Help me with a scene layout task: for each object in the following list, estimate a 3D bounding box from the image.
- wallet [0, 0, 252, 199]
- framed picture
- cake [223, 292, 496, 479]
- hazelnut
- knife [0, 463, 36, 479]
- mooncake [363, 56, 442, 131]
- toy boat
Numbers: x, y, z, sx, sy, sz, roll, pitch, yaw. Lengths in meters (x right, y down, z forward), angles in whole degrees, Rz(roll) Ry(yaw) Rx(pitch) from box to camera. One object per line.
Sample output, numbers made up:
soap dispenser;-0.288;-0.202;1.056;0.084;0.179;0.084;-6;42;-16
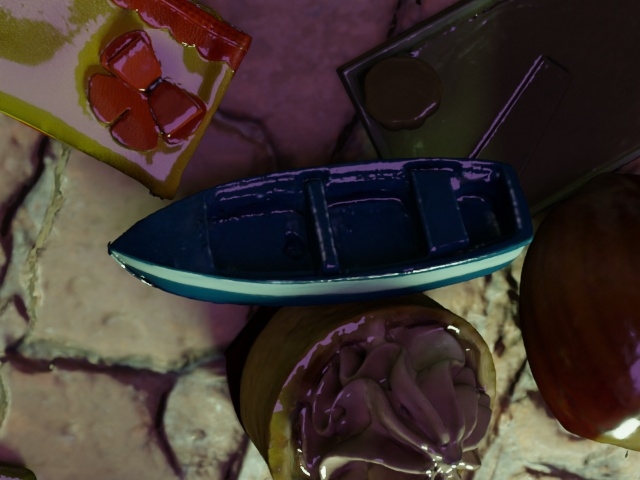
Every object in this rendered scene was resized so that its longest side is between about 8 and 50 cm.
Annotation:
wallet;-0.172;-0.137;0.738;0.241;0.067;0.141;27;96;-23
framed picture;0.166;-0.115;0.877;0.265;0.018;0.192;-29;113;-7
cake;0.040;0.132;0.832;0.208;0.178;0.185;6;106;-16
hazelnut;0.255;0.053;0.884;0.212;0.181;0.181;-12;132;-26
knife;-0.378;0.164;0.790;0.343;0.027;0.061;15;106;-21
mooncake;0.207;-0.076;0.821;0.347;0.057;0.150;30;91;-7
toy boat;0.000;0.000;0.795;0.299;0.096;0.061;-6;152;-8
